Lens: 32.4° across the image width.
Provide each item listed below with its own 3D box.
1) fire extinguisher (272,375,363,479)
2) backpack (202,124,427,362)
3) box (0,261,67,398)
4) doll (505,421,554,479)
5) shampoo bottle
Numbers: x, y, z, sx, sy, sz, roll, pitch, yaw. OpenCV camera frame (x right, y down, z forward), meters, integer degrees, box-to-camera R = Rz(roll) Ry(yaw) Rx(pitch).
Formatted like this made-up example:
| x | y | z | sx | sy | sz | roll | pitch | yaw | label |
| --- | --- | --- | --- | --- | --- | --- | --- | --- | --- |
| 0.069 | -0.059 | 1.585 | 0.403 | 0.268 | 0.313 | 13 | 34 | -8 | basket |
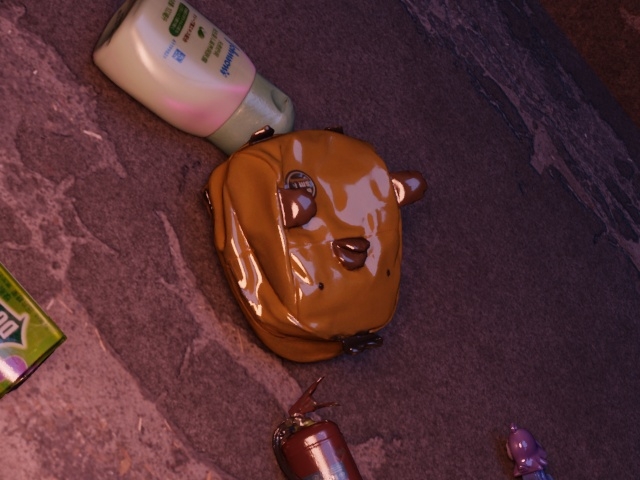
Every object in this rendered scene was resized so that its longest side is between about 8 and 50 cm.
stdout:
| x | y | z | sx | sy | sz | roll | pitch | yaw | label |
| --- | --- | --- | --- | --- | --- | --- | --- | --- | --- |
| 0.035 | 0.375 | 1.627 | 0.341 | 0.141 | 0.105 | 65 | 8 | 11 | fire extinguisher |
| -0.002 | 0.001 | 1.758 | 0.354 | 0.201 | 0.378 | -12 | 82 | -37 | backpack |
| -0.470 | 0.037 | 1.358 | 0.345 | 0.097 | 0.134 | 51 | 40 | -7 | box |
| 0.392 | 0.424 | 2.022 | 0.206 | 0.067 | 0.110 | 64 | 23 | -7 | doll |
| -0.194 | -0.260 | 1.823 | 0.349 | 0.151 | 0.222 | 38 | 35 | -22 | shampoo bottle |
